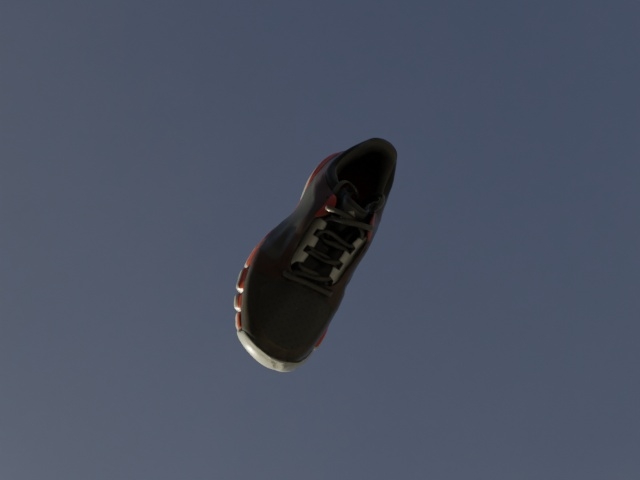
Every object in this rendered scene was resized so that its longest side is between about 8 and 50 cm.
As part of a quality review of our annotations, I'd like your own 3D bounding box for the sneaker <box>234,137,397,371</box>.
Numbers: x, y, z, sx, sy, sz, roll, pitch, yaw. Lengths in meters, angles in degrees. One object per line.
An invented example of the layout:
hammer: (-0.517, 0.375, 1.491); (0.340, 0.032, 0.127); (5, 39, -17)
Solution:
sneaker: (0.000, 0.000, 0.890); (0.061, 0.065, 0.158); (29, -120, -9)
